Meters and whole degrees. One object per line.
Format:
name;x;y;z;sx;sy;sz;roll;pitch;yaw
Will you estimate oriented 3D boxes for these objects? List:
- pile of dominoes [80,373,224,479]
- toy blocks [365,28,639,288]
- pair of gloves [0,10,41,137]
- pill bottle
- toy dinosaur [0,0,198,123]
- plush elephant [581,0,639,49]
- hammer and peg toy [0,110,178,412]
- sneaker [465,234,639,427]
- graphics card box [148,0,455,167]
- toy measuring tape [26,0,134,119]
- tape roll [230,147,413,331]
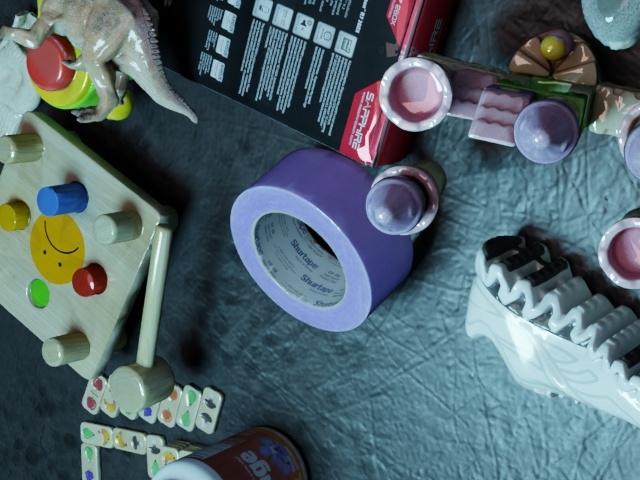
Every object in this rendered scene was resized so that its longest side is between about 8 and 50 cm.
pile of dominoes;-0.226;0.272;1.667;0.251;0.040;0.195;5;101;33
toy blocks;0.191;-0.126;1.138;0.289;0.260;0.308;13;105;13
pair of gloves;-0.451;-0.252;1.727;0.240;0.042;0.204;51;121;16
pill bottle;-0.120;0.297;1.490;0.121;0.216;0.121;7;103;33
toy dinosaur;-0.237;-0.256;1.427;0.296;0.127;0.200;41;112;18
plush elephant;0.382;-0.322;1.039;0.330;0.255;0.271;-19;78;43
hammer and peg toy;-0.279;0.029;1.608;0.361;0.127;0.266;36;114;24
sneaker;0.260;0.115;1.277;0.292;0.110;0.118;40;126;31
graphics card box;-0.040;-0.256;1.414;0.371;0.094;0.232;26;113;27
toy measuring tape;-0.338;-0.263;1.606;0.330;0.121;0.121;51;122;17
tape roll;0.000;0.000;1.393;0.189;0.080;0.189;27;140;25
